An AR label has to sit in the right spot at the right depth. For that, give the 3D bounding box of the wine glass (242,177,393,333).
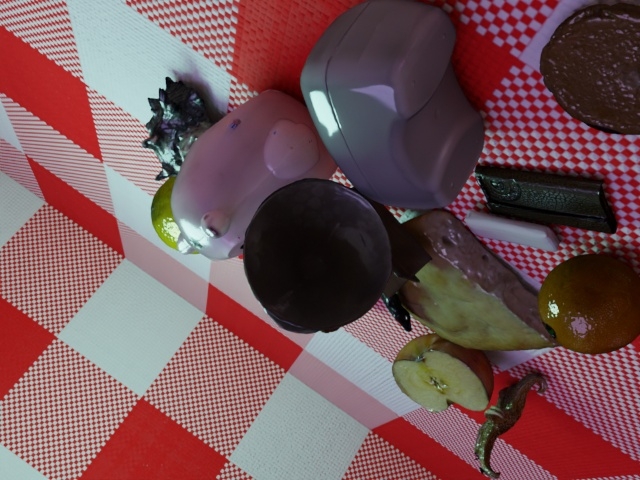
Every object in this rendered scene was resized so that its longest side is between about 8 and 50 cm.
[{"bbox_3d":[-0.016,0.065,1.322,0.267,0.267,0.406,34,167,4],"label":"wine glass"}]

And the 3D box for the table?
[{"bbox_3d":[0.128,0.007,1.472,0.227,0.167,0.167,50,162,24],"label":"table"}]

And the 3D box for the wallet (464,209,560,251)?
[{"bbox_3d":[0.379,-0.019,1.325,0.189,0.033,0.095,14,165,40],"label":"wallet"}]

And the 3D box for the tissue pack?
[{"bbox_3d":[0.111,-0.218,1.099,0.235,0.230,0.333,13,150,37],"label":"tissue pack"}]

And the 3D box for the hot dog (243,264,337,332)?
[{"bbox_3d":[-0.066,0.123,2.027,0.387,0.174,0.267,32,155,31],"label":"hot dog"}]

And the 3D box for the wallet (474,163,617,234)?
[{"bbox_3d":[0.405,-0.073,1.211,0.243,0.039,0.133,16,154,42],"label":"wallet"}]

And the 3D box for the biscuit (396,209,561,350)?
[{"bbox_3d":[0.305,0.121,1.609,0.429,0.104,0.446,43,155,-14],"label":"biscuit"}]

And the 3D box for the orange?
[{"bbox_3d":[0.509,0.122,1.245,0.206,0.206,0.206,29,155,15],"label":"orange"}]

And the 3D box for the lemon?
[{"bbox_3d":[-0.376,-0.079,1.965,0.253,0.254,0.310,46,154,-21],"label":"lemon"}]

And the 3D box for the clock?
[{"bbox_3d":[-0.164,-0.140,1.434,0.250,0.377,0.368,47,154,-12],"label":"clock"}]

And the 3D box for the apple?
[{"bbox_3d":[0.360,0.352,1.883,0.292,0.163,0.251,-17,116,44],"label":"apple"}]

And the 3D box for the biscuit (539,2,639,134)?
[{"bbox_3d":[0.413,-0.232,0.911,0.225,0.042,0.226,30,155,16],"label":"biscuit"}]

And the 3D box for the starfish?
[{"bbox_3d":[0.499,0.499,1.817,0.113,0.303,0.312,29,163,18],"label":"starfish"}]

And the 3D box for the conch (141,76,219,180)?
[{"bbox_3d":[-0.322,-0.260,1.674,0.240,0.186,0.313,-9,119,25],"label":"conch"}]

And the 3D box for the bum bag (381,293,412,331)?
[{"bbox_3d":[0.189,0.160,1.671,0.198,0.049,0.087,57,-176,-50],"label":"bum bag"}]
